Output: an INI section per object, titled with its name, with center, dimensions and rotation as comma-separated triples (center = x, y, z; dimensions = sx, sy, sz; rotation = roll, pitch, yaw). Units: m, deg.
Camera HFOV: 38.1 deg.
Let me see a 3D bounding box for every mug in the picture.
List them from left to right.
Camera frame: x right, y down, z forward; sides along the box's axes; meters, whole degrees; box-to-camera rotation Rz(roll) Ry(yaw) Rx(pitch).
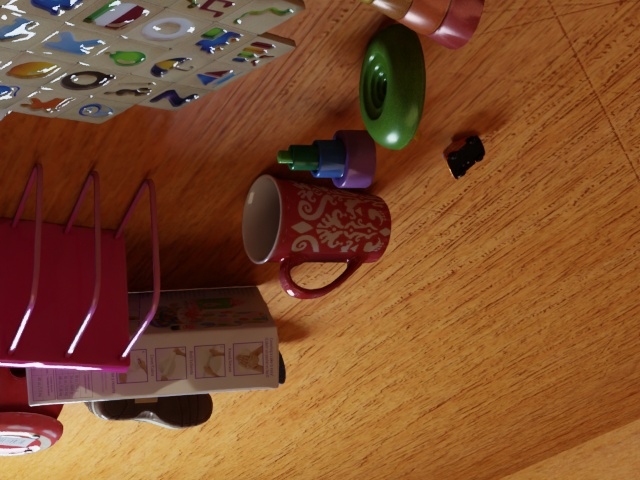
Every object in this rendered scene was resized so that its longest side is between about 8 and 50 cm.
[mug]
center = -0.005, -0.003, 1.203
dimensions = 0.169, 0.150, 0.113
rotation = 4, -176, -30

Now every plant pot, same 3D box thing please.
[plant pot]
center = -0.504, 0.249, 1.501
dimensions = 0.191, 0.174, 0.191
rotation = -5, 153, -2

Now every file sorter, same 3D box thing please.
[file sorter]
center = -0.350, 0.020, 1.090
dimensions = 0.290, 0.202, 0.182
rotation = 7, 145, -26

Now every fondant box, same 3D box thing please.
[fondant box]
center = -0.237, 0.142, 1.324
dimensions = 0.330, 0.096, 0.238
rotation = -4, -169, -10

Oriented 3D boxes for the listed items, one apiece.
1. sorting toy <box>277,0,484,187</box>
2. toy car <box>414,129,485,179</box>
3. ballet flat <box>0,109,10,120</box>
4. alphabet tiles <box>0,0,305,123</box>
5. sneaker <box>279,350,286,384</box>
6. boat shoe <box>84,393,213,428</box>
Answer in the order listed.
[sorting toy]
center = 0.033, -0.168, 0.908
dimensions = 0.126, 0.127, 0.365
rotation = -1, 150, -19
[toy car]
center = 0.148, -0.126, 1.137
dimensions = 0.122, 0.060, 0.040
rotation = 38, 174, -33
[ballet flat]
center = -0.385, -0.125, 0.907
dimensions = 0.316, 0.106, 0.107
rotation = -19, 150, 19
[alphabet tiles]
center = -0.191, -0.167, 0.796
dimensions = 0.285, 0.011, 0.342
rotation = -20, 167, 35
[sneaker]
center = -0.149, 0.196, 1.598
dimensions = 0.090, 0.081, 0.232
rotation = -18, 143, 24
[boat shoe]
center = -0.325, 0.299, 1.746
dimensions = 0.257, 0.095, 0.095
rotation = 18, 166, -41
